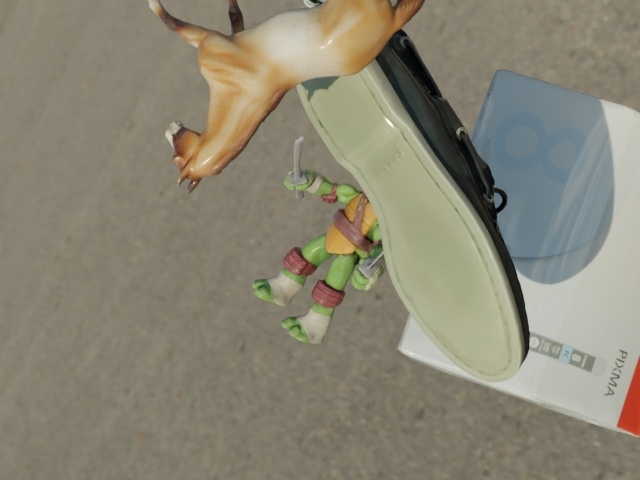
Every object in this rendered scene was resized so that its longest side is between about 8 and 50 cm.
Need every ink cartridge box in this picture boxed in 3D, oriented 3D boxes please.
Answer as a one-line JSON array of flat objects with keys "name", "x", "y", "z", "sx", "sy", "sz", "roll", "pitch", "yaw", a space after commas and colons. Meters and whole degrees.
[{"name": "ink cartridge box", "x": 0.307, "y": 0.032, "z": 1.311, "sx": 0.091, "sy": 0.385, "sz": 0.308, "roll": 46, "pitch": -117, "yaw": -75}]

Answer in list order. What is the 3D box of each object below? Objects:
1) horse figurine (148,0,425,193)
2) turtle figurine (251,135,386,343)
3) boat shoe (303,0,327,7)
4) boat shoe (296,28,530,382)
[{"name": "horse figurine", "x": -0.021, "y": -0.168, "z": 1.021, "sx": 0.263, "sy": 0.066, "sz": 0.174, "roll": -24, "pitch": 61, "yaw": 1}, {"name": "turtle figurine", "x": 0.000, "y": 0.000, "z": 1.828, "sx": 0.266, "sy": 0.198, "sz": 0.275, "roll": -55, "pitch": -4, "yaw": 18}, {"name": "boat shoe", "x": -0.001, "y": -0.316, "z": 1.560, "sx": 0.079, "sy": 0.227, "sz": 0.081, "roll": -8, "pitch": 37, "yaw": 38}, {"name": "boat shoe", "x": 0.104, "y": -0.043, "z": 1.161, "sx": 0.113, "sy": 0.340, "sz": 0.127, "roll": -28, "pitch": -6, "yaw": -42}]
